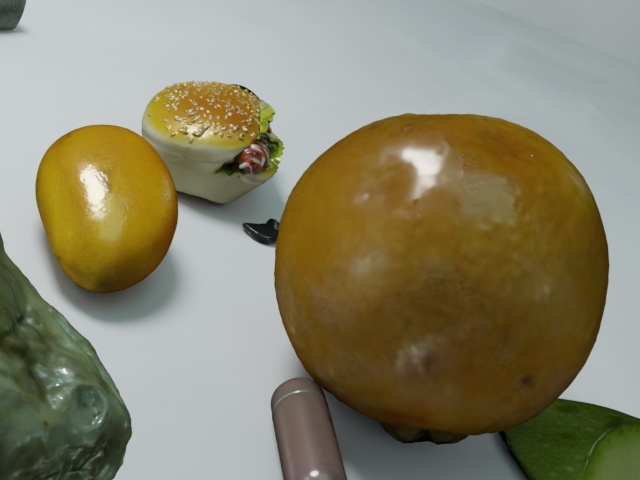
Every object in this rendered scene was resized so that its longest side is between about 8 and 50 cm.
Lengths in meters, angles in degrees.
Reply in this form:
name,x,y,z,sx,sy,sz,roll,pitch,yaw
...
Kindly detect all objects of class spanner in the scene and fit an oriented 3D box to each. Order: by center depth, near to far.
name,x,y,z,sx,sy,sz,roll,pitch,yaw
spanner,0.000,0.000,1.340,0.208,0.012,0.046,11,30,-29

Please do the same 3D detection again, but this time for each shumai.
name,x,y,z,sx,sy,sz,roll,pitch,yaw
shumai,-0.239,0.058,0.747,0.260,0.222,0.225,23,4,1

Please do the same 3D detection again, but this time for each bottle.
name,x,y,z,sx,sy,sz,roll,pitch,yaw
bottle,-0.011,0.178,0.951,0.053,0.053,0.140,15,28,-20

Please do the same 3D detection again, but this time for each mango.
name,x,y,z,sx,sy,sz,roll,pitch,yaw
mango,-0.214,-0.029,1.105,0.144,0.112,0.219,15,39,-21

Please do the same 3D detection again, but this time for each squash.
name,x,y,z,sx,sy,sz,roll,pitch,yaw
squash,0.280,0.197,1.136,0.191,0.085,0.184,4,34,-39

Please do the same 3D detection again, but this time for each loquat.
name,x,y,z,sx,sy,sz,roll,pitch,yaw
loquat,0.113,0.030,1.054,0.328,0.328,0.328,20,26,-10

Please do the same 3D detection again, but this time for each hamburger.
name,x,y,z,sx,sy,sz,roll,pitch,yaw
hamburger,-0.131,-0.130,1.349,0.172,0.116,0.210,18,27,-9

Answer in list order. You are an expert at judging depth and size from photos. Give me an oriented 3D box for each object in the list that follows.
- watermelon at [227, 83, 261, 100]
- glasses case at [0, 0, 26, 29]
name,x,y,z,sx,sy,sz,roll,pitch,yaw
watermelon,-0.118,-0.178,1.509,0.105,0.062,0.105,14,35,-10
glasses case,-0.472,-0.306,1.428,0.047,0.071,0.205,39,28,18
